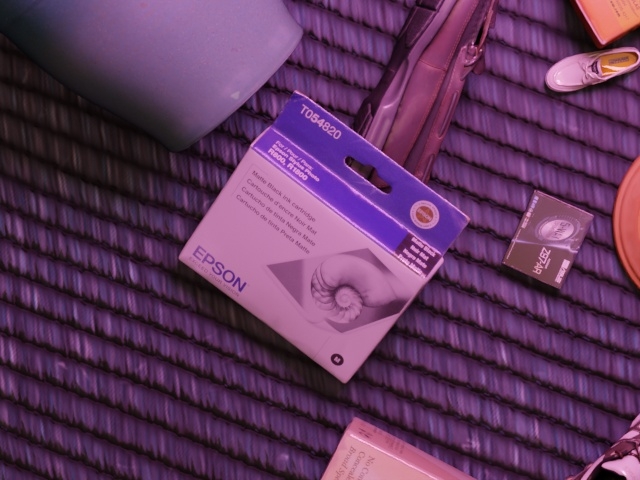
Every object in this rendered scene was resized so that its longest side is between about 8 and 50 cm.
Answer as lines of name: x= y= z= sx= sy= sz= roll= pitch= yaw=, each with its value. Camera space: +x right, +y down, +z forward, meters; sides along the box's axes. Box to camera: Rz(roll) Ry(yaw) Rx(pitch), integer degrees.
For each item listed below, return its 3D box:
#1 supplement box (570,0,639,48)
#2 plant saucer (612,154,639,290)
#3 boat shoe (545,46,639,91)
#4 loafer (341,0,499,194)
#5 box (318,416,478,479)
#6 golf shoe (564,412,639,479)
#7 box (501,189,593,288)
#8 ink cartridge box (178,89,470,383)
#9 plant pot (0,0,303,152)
supplement box: x=0.362 y=-0.280 z=1.872 sx=0.233 sy=0.078 sz=0.080 roll=-31 pitch=89 yaw=6
plant saucer: x=0.396 y=-0.017 z=1.898 sx=0.200 sy=0.037 sz=0.200 roll=0 pitch=92 yaw=6
boat shoe: x=0.276 y=-0.174 z=1.903 sx=0.100 sy=0.035 sz=0.035 roll=-12 pitch=91 yaw=5
loafer: x=0.118 y=-0.170 z=1.895 sx=0.095 sy=0.109 sz=0.302 roll=26 pitch=101 yaw=-15
box: x=0.136 y=0.314 z=1.888 sx=0.311 sy=0.121 sz=0.148 roll=26 pitch=93 yaw=4
golf shoe: x=0.326 y=0.222 z=1.884 sx=0.198 sy=0.094 sz=0.077 roll=-43 pitch=87 yaw=3
box: x=0.232 y=-0.001 z=1.921 sx=0.067 sy=0.018 sz=0.083 roll=25 pitch=94 yaw=4
ink cartridge box: x=0.000 y=0.000 z=1.882 sx=0.223 sy=0.045 sz=0.224 roll=36 pitch=120 yaw=3
plant pot: x=-0.166 y=-0.233 z=1.839 sx=0.272 sy=0.271 sz=0.255 roll=-41 pitch=103 yaw=5
